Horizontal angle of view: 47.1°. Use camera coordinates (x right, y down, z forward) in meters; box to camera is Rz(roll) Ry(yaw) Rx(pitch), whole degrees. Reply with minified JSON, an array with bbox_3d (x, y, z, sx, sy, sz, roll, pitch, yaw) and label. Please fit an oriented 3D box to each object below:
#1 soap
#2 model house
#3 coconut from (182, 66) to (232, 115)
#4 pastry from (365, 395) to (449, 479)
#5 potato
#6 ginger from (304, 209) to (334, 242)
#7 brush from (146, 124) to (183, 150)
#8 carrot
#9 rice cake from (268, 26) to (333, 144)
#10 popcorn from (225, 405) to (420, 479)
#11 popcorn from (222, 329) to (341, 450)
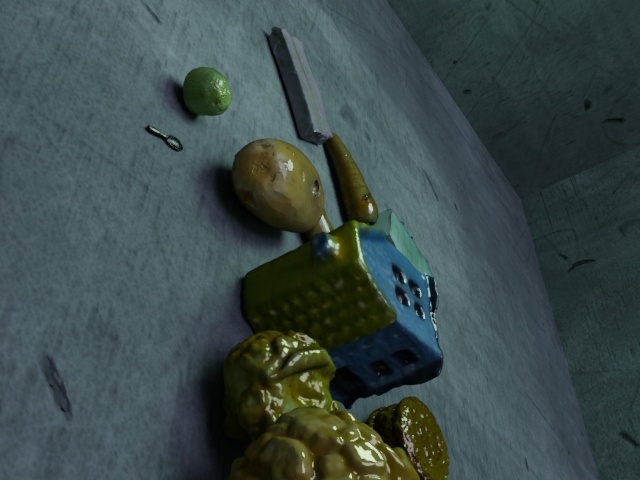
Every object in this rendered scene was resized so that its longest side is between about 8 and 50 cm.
[{"bbox_3d":[0.182,0.047,1.750,0.230,0.091,0.145,53,26,-26],"label":"soap"},{"bbox_3d":[0.035,0.101,1.220,0.303,0.237,0.216,44,31,-37],"label":"model house"},{"bbox_3d":[-0.201,-0.261,1.288,0.088,0.096,0.088,-34,133,-46],"label":"coconut"},{"bbox_3d":[0.159,0.386,1.355,0.189,0.103,0.189,46,29,-36],"label":"pastry"},{"bbox_3d":[-0.073,-0.100,1.323,0.150,0.146,0.234,-63,156,-6],"label":"potato"},{"bbox_3d":[0.003,-0.001,1.465,0.118,0.065,0.299,-18,84,-84],"label":"ginger"},{"bbox_3d":[-0.250,-0.166,1.185,0.083,0.008,0.024,30,44,-52],"label":"brush"},{"bbox_3d":[0.061,-0.162,1.743,0.078,0.078,0.298,20,44,-57],"label":"carrot"},{"bbox_3d":[-0.046,-0.363,1.739,0.106,0.050,0.298,14,54,-59],"label":"rice cake"},{"bbox_3d":[-0.039,0.331,0.855,0.332,0.265,0.225,-16,57,-27],"label":"popcorn"},{"bbox_3d":[-0.063,0.216,1.030,0.197,0.155,0.198,12,77,-61],"label":"popcorn"}]
